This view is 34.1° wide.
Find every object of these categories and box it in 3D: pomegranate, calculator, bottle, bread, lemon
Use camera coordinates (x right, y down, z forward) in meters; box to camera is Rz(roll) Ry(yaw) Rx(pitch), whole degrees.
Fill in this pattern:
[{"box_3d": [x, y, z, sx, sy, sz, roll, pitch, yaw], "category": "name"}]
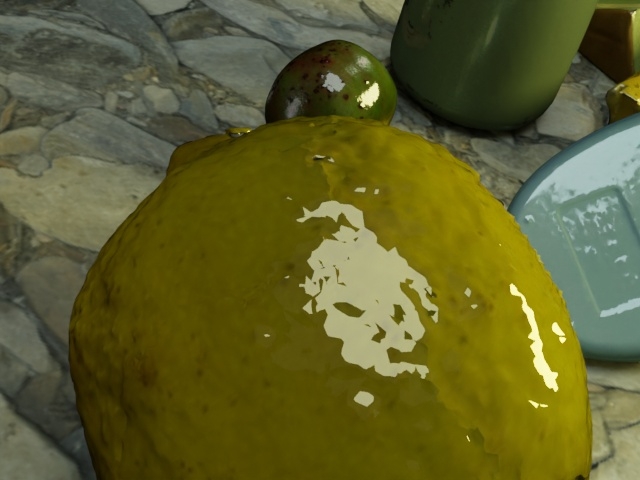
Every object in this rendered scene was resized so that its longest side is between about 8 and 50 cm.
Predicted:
[{"box_3d": [0.024, -0.096, 0.849, 0.142, 0.114, 0.114, 38, 47, 11], "category": "pomegranate"}, {"box_3d": [0.284, -0.014, 0.805, 0.302, 0.042, 0.188, -21, 79, -5], "category": "calculator"}, {"box_3d": [0.178, -0.267, 0.894, 0.168, 0.347, 0.168, 8, 46, -9], "category": "bottle"}, {"box_3d": [0.300, -0.213, 1.118, 0.074, 0.084, 0.139, -21, 24, -32], "category": "bread"}, {"box_3d": [0.007, 0.083, 0.551, 0.268, 0.268, 0.322, -12, 72, -27], "category": "lemon"}]

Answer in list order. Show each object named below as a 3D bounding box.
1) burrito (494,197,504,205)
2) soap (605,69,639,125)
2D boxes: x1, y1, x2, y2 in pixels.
[{"box_3d": [0.002, 0.001, 0.771, 0.309, 0.066, 0.096, -10, 59, -25], "category": "burrito"}, {"box_3d": [0.415, -0.109, 0.986, 0.324, 0.096, 0.204, -30, 60, -37], "category": "soap"}]
